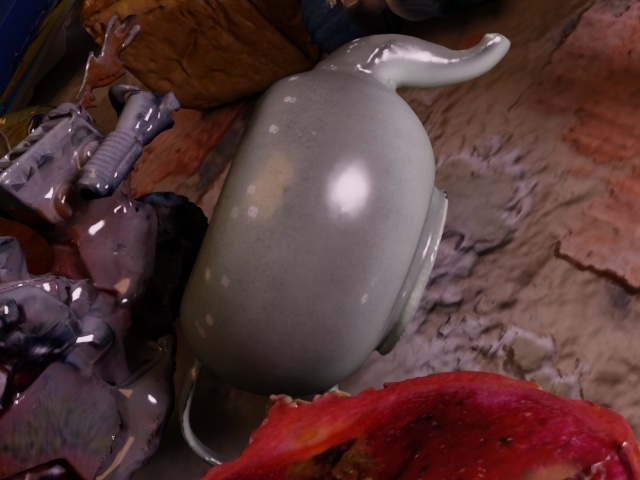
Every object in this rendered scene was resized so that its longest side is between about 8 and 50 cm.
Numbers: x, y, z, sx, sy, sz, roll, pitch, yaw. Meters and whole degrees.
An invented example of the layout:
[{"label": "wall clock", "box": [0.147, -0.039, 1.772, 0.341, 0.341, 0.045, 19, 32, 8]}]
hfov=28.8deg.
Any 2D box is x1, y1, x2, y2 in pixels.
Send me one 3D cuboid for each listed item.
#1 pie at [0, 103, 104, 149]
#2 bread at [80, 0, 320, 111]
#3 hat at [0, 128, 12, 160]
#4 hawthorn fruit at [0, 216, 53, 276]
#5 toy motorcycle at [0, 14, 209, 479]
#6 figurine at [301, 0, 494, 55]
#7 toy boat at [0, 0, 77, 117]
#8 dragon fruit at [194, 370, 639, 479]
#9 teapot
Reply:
[{"label": "pie", "box": [-0.291, -0.009, 1.101, 0.277, 0.078, 0.277, -22, 43, 22]}, {"label": "bread", "box": [-0.086, -0.202, 0.999, 0.143, 0.158, 0.149, -15, 46, 30]}, {"label": "hat", "box": [-0.339, -0.019, 1.051, 0.166, 0.144, 0.173, -53, -6, -27]}, {"label": "hawthorn fruit", "box": [-0.238, 0.091, 0.928, 0.285, 0.165, 0.165, -60, 31, 23]}, {"label": "toy motorcycle", "box": [-0.157, 0.010, 0.760, 0.134, 0.207, 0.401, -8, 50, 46]}, {"label": "figurine", "box": [0.058, -0.179, 0.907, 0.149, 0.086, 0.087, -3, 95, 30]}, {"label": "toy boat", "box": [-0.280, -0.251, 1.260, 0.295, 0.088, 0.129, -57, 36, 12]}, {"label": "dragon fruit", "box": [0.024, 0.154, 0.593, 0.262, 0.134, 0.211, -26, 27, 4]}, {"label": "teapot", "box": [0.000, 0.000, 0.721, 0.193, 0.129, 0.294, -143, 73, -86]}]
